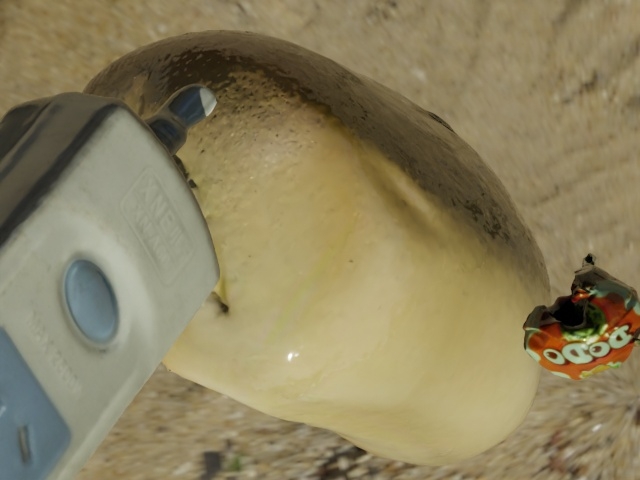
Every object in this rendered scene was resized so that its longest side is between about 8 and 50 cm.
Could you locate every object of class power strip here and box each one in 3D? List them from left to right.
[{"bbox_3d":[-0.067,0.035,0.332,0.030,0.047,0.191,3,44,37],"label":"power strip"}]

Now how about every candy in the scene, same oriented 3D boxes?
[{"bbox_3d":[0.126,0.027,0.934,0.055,0.185,0.049,-13,97,11],"label":"candy"}]

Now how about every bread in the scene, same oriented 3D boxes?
[{"bbox_3d":[0.000,0.000,1.519,0.253,0.376,0.348,-54,49,10],"label":"bread"}]
